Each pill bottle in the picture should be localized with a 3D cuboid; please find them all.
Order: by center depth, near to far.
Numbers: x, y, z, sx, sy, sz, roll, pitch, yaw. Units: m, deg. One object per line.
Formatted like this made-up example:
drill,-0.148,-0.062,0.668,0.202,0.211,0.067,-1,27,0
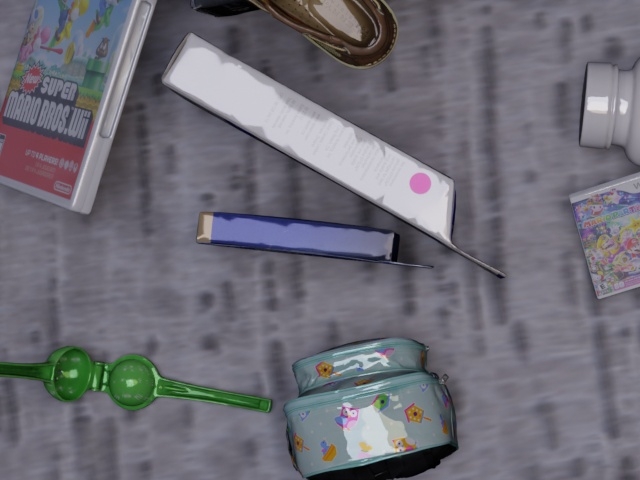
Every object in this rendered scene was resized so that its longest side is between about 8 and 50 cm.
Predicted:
pill bottle,0.348,-0.124,1.741,0.186,0.112,0.112,5,90,5

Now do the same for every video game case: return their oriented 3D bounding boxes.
video game case,0.299,-0.006,1.763,0.087,0.011,0.122,-18,119,5
video game case,-0.241,-0.180,1.768,0.025,0.204,0.285,17,90,-37

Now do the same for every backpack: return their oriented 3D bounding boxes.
backpack,0.046,0.168,1.725,0.166,0.188,0.144,-11,88,5

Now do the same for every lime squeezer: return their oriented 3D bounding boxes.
lime squeezer,-0.207,0.135,1.797,0.310,0.110,0.059,11,72,-25

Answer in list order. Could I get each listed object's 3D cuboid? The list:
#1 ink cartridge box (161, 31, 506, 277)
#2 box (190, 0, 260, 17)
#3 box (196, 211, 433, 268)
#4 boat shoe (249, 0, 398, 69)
ink cartridge box,0.028,-0.078,1.736,0.371,0.176,0.069,32,91,5
box,0.047,-0.399,1.709,0.395,0.212,0.293,-11,94,5
box,0.000,0.000,1.758,0.225,0.136,0.036,7,89,5
boat shoe,-0.039,-0.246,1.575,0.257,0.095,0.095,33,97,0
